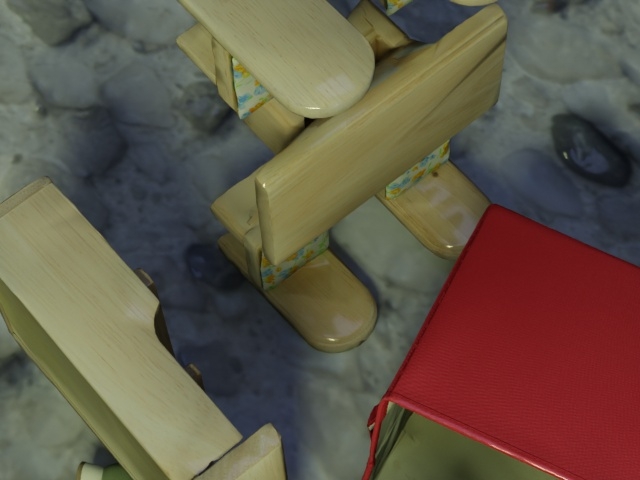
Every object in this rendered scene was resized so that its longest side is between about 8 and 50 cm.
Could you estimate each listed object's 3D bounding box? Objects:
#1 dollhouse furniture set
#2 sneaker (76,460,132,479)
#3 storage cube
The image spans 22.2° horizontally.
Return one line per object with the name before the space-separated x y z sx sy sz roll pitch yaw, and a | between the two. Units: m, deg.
dollhouse furniture set | 0.000 0.000 1.134 0.394 0.362 0.256 -37 67 -16
sneaker | -0.125 0.235 1.128 0.086 0.064 0.192 -3 52 -3
storage cube | 0.156 0.127 1.170 0.215 0.183 0.193 24 54 10
